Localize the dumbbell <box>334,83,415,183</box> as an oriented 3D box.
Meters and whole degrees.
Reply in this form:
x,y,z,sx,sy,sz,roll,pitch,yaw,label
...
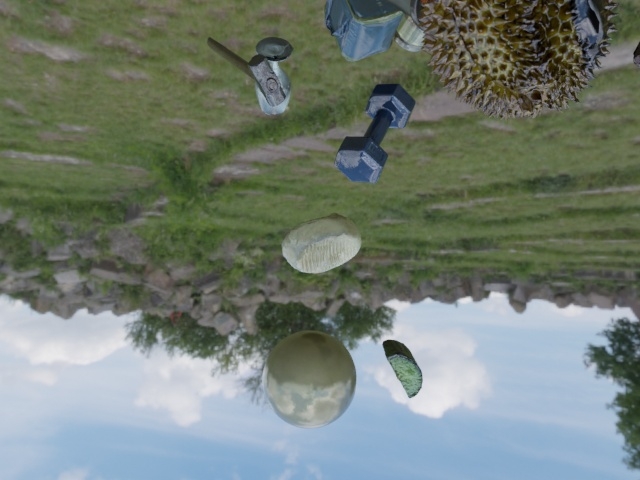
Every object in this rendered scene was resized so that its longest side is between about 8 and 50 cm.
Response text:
x,y,z,sx,sy,sz,roll,pitch,yaw,label
0.169,-0.329,1.544,0.159,0.325,0.144,10,148,31,dumbbell

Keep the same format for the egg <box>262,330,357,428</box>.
x,y,z,sx,sy,sz,roll,pitch,yaw,label
-0.023,0.274,1.007,0.185,0.186,0.242,-2,163,-10,egg

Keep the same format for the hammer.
x,y,z,sx,sy,sz,roll,pitch,yaw,label
-0.202,-0.436,1.237,0.043,0.111,0.365,-39,-134,-7,hammer

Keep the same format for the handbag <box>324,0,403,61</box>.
x,y,z,sx,sy,sz,roll,pitch,yaw,label
0.134,-0.724,1.558,0.222,0.263,0.241,-17,174,-9,handbag

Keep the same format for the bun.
x,y,z,sx,sy,sz,roll,pitch,yaw,label
0.000,0.000,1.195,0.188,0.111,0.164,-21,151,-3,bun

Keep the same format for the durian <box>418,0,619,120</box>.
x,y,z,sx,sy,sz,roll,pitch,yaw,label
0.354,-0.419,0.946,0.347,0.385,0.347,-5,172,-1,durian

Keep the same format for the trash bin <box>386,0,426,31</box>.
x,y,z,sx,sy,sz,roll,pitch,yaw,label
0.254,-0.617,1.195,0.219,0.219,0.250,12,-152,-40,trash bin

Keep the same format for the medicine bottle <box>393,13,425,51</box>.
x,y,z,sx,sy,sz,roll,pitch,yaw,label
0.389,-0.838,1.809,0.151,0.151,0.322,-2,159,-21,medicine bottle

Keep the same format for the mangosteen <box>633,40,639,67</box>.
x,y,z,sx,sy,sz,roll,pitch,yaw,label
0.525,-0.201,0.625,0.257,0.215,0.215,35,-164,23,mangosteen

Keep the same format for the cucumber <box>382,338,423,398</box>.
x,y,z,sx,sy,sz,roll,pitch,yaw,label
0.205,0.304,1.240,0.062,0.117,0.115,-28,-170,2,cucumber

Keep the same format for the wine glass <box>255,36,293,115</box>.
x,y,z,sx,sy,sz,roll,pitch,yaw,label
-0.155,-0.533,1.665,0.126,0.127,0.241,-2,148,-8,wine glass
